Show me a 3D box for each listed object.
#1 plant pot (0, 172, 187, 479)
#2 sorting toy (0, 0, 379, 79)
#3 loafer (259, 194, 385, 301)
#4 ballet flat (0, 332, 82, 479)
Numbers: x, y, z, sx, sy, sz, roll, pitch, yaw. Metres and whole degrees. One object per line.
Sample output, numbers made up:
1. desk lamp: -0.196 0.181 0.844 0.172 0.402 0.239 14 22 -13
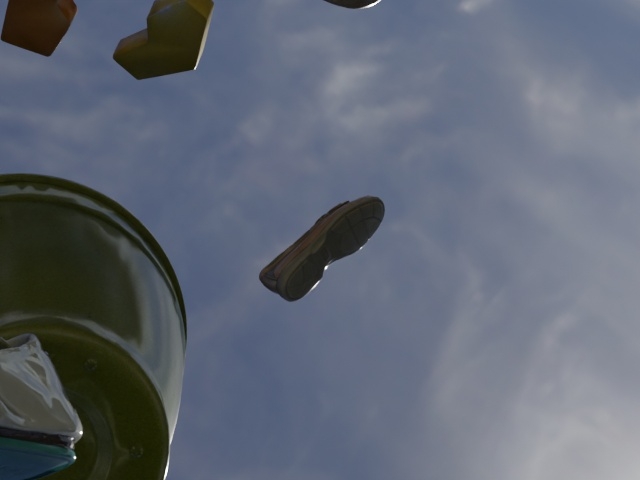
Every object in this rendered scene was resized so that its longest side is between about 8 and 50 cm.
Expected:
1. plant pot: -0.288 0.146 1.550 0.366 0.366 0.353 25 -173 -17
2. sorting toy: -0.059 -0.190 0.769 0.229 0.307 0.041 19 -139 -5
3. loafer: 0.000 0.000 1.320 0.039 0.045 0.125 24 -124 40
4. ballet flat: -0.294 0.094 1.079 0.139 0.139 0.400 48 -173 20
